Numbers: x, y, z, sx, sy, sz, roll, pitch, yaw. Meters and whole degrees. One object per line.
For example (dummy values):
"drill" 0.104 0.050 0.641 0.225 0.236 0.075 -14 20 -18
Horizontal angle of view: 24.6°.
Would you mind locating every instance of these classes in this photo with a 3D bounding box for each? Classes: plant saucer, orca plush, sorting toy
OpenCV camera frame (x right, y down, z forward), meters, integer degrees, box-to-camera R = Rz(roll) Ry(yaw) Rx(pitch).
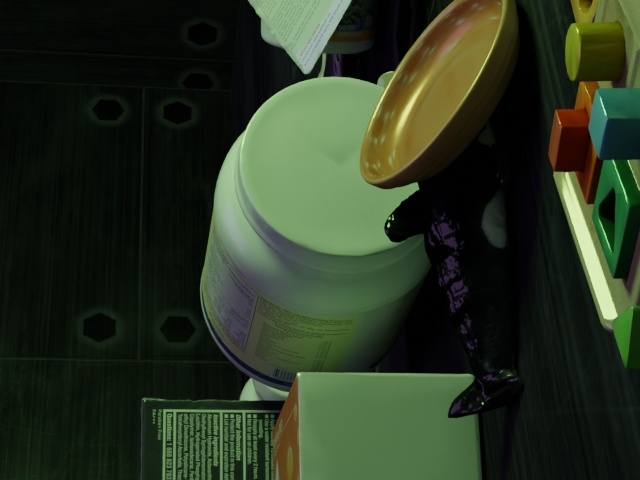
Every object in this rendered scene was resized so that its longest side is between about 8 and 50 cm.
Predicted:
"plant saucer" 0.105 -0.126 1.243 0.200 0.037 0.200 -50 19 25
"orca plush" 0.102 0.010 1.265 0.151 0.102 0.287 118 152 -73
"sorting toy" 0.179 -0.069 0.919 0.347 0.047 0.196 -97 12 -49

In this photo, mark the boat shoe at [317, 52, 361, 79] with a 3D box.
"boat shoe" 0.041 -0.259 2.012 0.065 0.075 0.206 6 88 39

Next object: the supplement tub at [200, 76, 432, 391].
"supplement tub" 0.000 0.000 1.527 0.325 0.235 0.235 107 163 -62

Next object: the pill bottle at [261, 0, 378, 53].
"pill bottle" 0.006 -0.385 1.872 0.152 0.152 0.272 -110 23 -70

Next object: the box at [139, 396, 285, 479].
"box" -0.058 0.340 1.656 0.183 0.294 0.296 106 164 -69

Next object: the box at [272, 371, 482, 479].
"box" 0.050 0.315 1.338 0.215 0.168 0.345 110 161 -66

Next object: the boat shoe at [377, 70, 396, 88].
"boat shoe" 0.092 -0.120 1.607 0.042 0.049 0.133 -11 -85 -64

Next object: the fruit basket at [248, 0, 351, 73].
"fruit basket" -0.006 -0.413 1.648 0.353 0.165 0.327 51 122 34

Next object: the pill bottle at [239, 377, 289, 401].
"pill bottle" -0.038 0.267 2.022 0.162 0.162 0.278 -97 12 -49
